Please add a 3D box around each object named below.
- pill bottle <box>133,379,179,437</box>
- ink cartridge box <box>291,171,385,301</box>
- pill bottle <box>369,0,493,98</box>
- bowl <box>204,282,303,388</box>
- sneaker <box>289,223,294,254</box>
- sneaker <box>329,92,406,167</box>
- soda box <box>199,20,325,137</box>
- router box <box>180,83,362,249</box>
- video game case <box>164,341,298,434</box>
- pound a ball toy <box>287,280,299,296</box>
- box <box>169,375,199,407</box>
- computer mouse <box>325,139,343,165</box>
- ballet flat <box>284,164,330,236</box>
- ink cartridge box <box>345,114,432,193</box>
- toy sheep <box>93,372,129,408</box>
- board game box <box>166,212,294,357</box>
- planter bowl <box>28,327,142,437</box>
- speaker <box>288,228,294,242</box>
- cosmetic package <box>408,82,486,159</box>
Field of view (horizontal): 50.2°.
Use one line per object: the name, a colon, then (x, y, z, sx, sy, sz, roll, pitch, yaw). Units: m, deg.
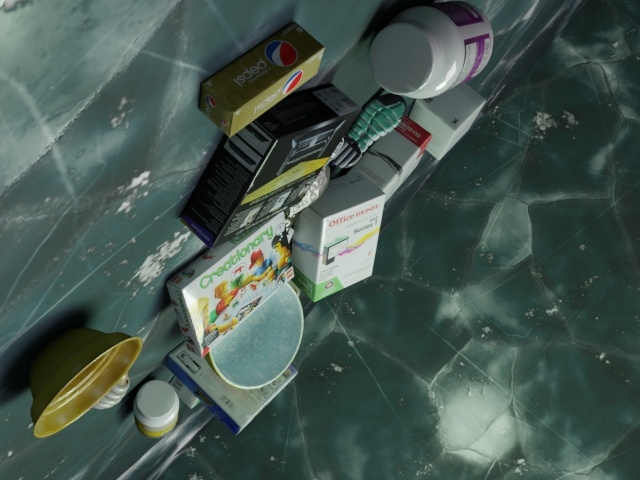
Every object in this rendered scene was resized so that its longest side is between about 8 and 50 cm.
pill bottle: (-0.435, 0.445, 1.810, 0.119, 0.119, 0.208, -43, 169, -28)
ink cartridge box: (0.040, -0.010, 1.732, 0.201, 0.117, 0.278, -23, 137, -31)
pill bottle: (0.212, -0.366, 1.313, 0.301, 0.169, 0.169, -34, 163, -54)
bowl: (-0.201, 0.213, 1.724, 0.156, 0.289, 0.289, 10, -135, 49)
sneaker: (-0.072, -0.030, 1.762, 0.188, 0.066, 0.071, -47, 151, -19)
sneaker: (0.101, -0.259, 1.593, 0.224, 0.083, 0.098, -42, -170, -8)
soda box: (-0.078, -0.220, 0.927, 0.181, 0.061, 0.058, -43, 170, -28)
router box: (-0.079, -0.137, 1.194, 0.243, 0.081, 0.309, -54, 169, 32)
video game case: (-0.236, 0.341, 1.829, 0.244, 0.269, 0.061, -39, 167, -43)
pound a ball toy: (-0.163, 0.254, 1.990, 0.136, 0.208, 0.319, -34, 162, -55)
box: (-0.374, 0.418, 2.023, 0.101, 0.102, 0.087, -55, 170, 28)
computer mouse: (-0.025, -0.160, 1.449, 0.193, 0.042, 0.106, -49, 155, 15)
ballet flat: (-0.066, -0.083, 1.572, 0.084, 0.058, 0.250, 20, 111, -40)
ink cartridge box: (0.176, -0.197, 1.942, 0.273, 0.114, 0.197, -50, 171, -20)
toy sheep: (-0.429, 0.290, 1.348, 0.132, 0.091, 0.091, -37, 174, 19)
board game box: (-0.181, 0.081, 1.454, 0.305, 0.053, 0.193, -42, 139, -36)
planter bowl: (-0.401, 0.208, 1.110, 0.217, 0.090, 0.217, -46, 171, -10)
speaker: (-0.113, 0.025, 1.641, 0.055, 0.055, 0.136, 101, 13, -72)
cosmetic package: (0.360, -0.368, 2.006, 0.151, 0.151, 0.183, -45, 171, -19)
